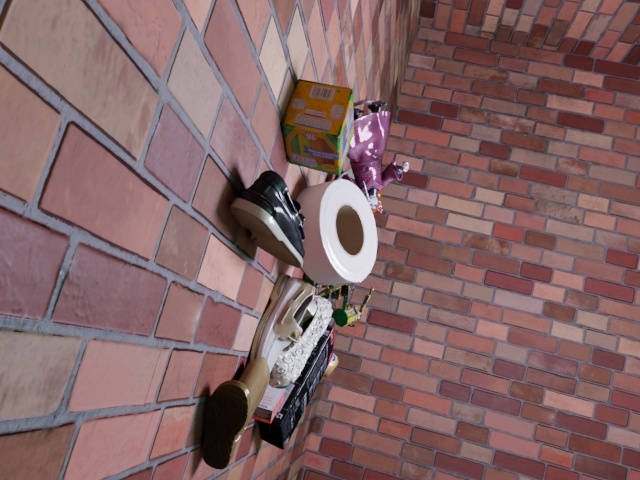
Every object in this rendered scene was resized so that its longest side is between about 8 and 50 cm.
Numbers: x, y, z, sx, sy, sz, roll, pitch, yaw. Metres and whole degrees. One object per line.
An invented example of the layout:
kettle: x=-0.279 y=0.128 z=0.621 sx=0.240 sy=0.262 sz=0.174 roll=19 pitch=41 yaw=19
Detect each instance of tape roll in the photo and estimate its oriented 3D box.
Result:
tape roll: x=0.042 y=-0.020 z=1.677 sx=0.286 sy=0.100 sz=0.286 roll=20 pitch=65 yaw=-52

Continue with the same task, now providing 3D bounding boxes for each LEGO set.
LEGO set: x=0.080 y=0.112 z=2.054 sx=0.192 sy=0.255 sz=0.331 roll=-12 pitch=106 yaw=-50

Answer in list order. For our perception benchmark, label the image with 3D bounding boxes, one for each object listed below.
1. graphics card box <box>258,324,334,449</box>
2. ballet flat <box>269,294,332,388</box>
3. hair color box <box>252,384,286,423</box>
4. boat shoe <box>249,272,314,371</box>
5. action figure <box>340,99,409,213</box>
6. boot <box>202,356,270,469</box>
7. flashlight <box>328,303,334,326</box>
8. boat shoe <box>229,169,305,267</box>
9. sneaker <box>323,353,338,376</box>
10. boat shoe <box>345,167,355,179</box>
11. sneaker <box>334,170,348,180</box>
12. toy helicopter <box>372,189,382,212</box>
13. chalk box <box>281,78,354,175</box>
graphics card box: x=-0.074 y=0.464 z=1.992 sx=0.232 sy=0.094 sz=0.370 roll=92 pitch=24 yaw=-54
ballet flat: x=-0.067 y=0.256 z=1.803 sx=0.409 sy=0.147 sz=0.146 roll=-63 pitch=164 yaw=-56
hair color box: x=-0.151 y=0.458 z=1.742 sx=0.141 sy=0.072 sz=0.043 roll=-41 pitch=144 yaw=-73
boat shoe: x=-0.099 y=0.229 z=1.607 sx=0.113 sy=0.103 sz=0.302 roll=86 pitch=20 yaw=-63
action figure: x=0.136 y=-0.258 z=2.027 sx=0.275 sy=0.248 sz=0.370 roll=-122 pitch=-157 yaw=-66
boot: x=-0.177 y=0.342 z=1.385 sx=0.269 sy=0.089 sz=0.236 roll=-58 pitch=170 yaw=-64
flashlight: x=-0.009 y=0.315 z=2.313 sx=0.304 sy=0.103 sz=0.103 roll=-39 pitch=143 yaw=-77
boat shoe: x=-0.083 y=-0.041 z=1.230 sx=0.113 sy=0.127 sz=0.340 roll=-62 pitch=159 yaw=-13
sneaker: x=-0.024 y=0.424 z=2.372 sx=0.111 sy=0.131 sz=0.296 roll=-53 pitch=-168 yaw=-8
boat shoe: x=0.085 y=-0.160 z=2.293 sx=0.081 sy=0.079 sz=0.227 roll=108 pitch=3 yaw=-77
sneaker: x=0.079 y=-0.138 z=2.182 sx=0.084 sy=0.097 sz=0.234 roll=88 pitch=18 yaw=-61
toy helicopter: x=0.125 y=-0.085 z=2.382 sx=0.355 sy=0.140 sz=0.235 roll=-62 pitch=-165 yaw=9
chalk box: x=0.000 y=-0.243 z=1.413 sx=0.213 sy=0.133 sz=0.132 roll=81 pitch=23 yaw=-65
